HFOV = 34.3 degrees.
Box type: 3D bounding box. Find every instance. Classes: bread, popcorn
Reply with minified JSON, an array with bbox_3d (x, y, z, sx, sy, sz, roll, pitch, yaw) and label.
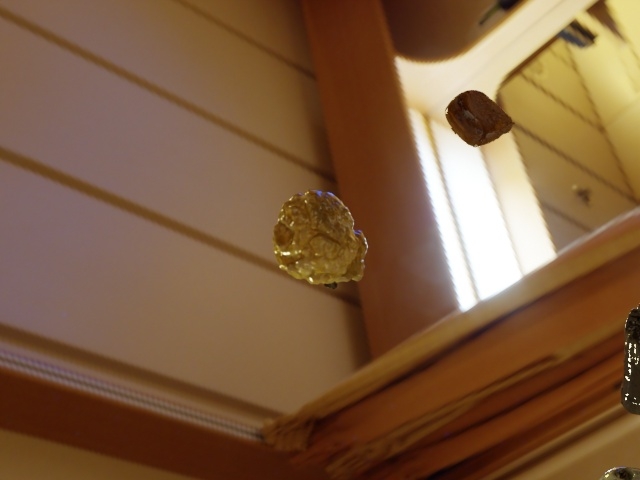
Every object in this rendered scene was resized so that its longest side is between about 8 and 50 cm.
[{"bbox_3d":[0.333,-0.264,2.188,0.126,0.044,0.129,-25,-122,-22],"label":"bread"},{"bbox_3d":[0.000,0.000,1.816,0.180,0.170,0.180,-1,-143,1],"label":"popcorn"}]

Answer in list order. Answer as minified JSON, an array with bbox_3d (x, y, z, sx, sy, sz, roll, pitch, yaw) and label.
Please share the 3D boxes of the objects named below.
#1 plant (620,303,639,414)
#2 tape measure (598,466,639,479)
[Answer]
[{"bbox_3d":[0.550,0.201,1.606,0.142,0.164,0.256,-59,-44,-36],"label":"plant"},{"bbox_3d":[0.393,0.375,1.126,0.246,0.125,0.243,15,-133,0],"label":"tape measure"}]
